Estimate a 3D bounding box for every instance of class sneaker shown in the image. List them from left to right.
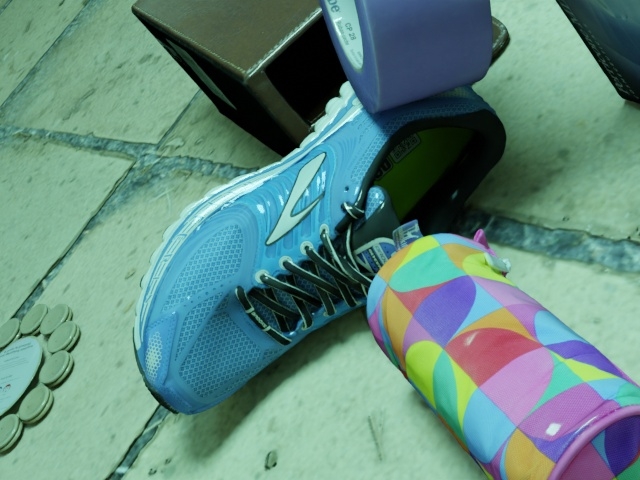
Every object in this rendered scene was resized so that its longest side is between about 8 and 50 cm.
[{"bbox_3d":[0.000,0.000,0.840,0.330,0.130,0.147,-46,31,-3],"label":"sneaker"}]

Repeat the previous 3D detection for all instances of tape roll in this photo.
[{"bbox_3d":[0.045,-0.186,0.788,0.080,0.189,0.189,-19,34,-5],"label":"tape roll"}]

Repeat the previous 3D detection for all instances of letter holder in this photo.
[{"bbox_3d":[-0.005,-0.198,1.045,0.214,0.152,0.302,-45,33,-4],"label":"letter holder"}]

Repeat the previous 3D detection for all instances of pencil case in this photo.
[{"bbox_3d":[0.109,0.076,0.670,0.104,0.104,0.236,-42,34,3],"label":"pencil case"}]

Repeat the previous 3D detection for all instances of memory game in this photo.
[{"bbox_3d":[-0.300,0.136,1.117,0.186,0.012,0.186,-29,36,23],"label":"memory game"}]

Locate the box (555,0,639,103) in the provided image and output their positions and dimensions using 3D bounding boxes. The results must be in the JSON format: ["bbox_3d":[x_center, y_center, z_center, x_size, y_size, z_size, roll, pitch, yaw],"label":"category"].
[{"bbox_3d":[0.244,-0.193,0.640,0.183,0.296,0.294,-45,32,-1],"label":"box"}]
